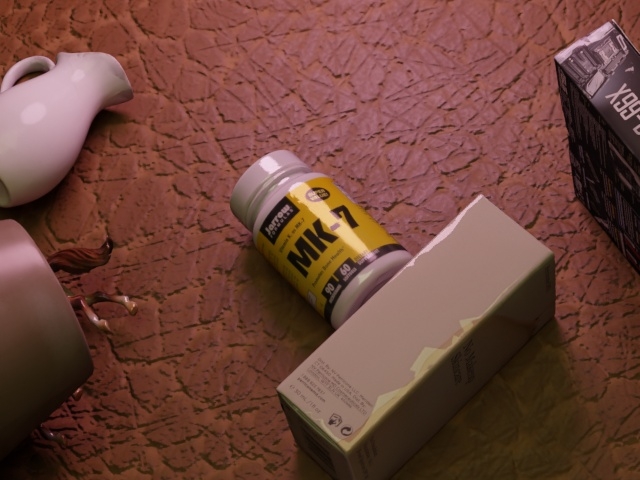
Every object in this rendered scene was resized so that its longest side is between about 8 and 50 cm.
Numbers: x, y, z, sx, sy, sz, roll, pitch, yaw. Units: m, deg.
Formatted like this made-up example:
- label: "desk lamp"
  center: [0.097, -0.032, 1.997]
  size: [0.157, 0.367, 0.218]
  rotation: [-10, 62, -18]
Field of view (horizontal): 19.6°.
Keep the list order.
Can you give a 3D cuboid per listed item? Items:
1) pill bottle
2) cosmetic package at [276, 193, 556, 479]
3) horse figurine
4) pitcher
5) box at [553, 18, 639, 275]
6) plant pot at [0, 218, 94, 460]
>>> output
- label: "pill bottle"
  center: [0.000, 0.000, 2.077]
  size: [0.119, 0.119, 0.208]
  rotation: [-40, 63, -13]
- label: "cosmetic package"
  center: [0.107, 0.117, 1.975]
  size: [0.309, 0.160, 0.113]
  rotation: [-43, 65, -13]
- label: "horse figurine"
  center: [-0.318, 0.110, 2.092]
  size: [0.174, 0.066, 0.263]
  rotation: [19, 74, 23]
- label: "pitcher"
  center: [-0.351, -0.142, 2.218]
  size: [0.177, 0.125, 0.207]
  rotation: [14, 52, 38]
- label: "box"
  center: [0.351, -0.052, 1.942]
  size: [0.076, 0.307, 0.242]
  rotation: [-32, 61, -5]
- label: "plant pot"
  center: [-0.403, 0.120, 1.933]
  size: [0.280, 0.323, 0.323]
  rotation: [-29, 61, -17]
